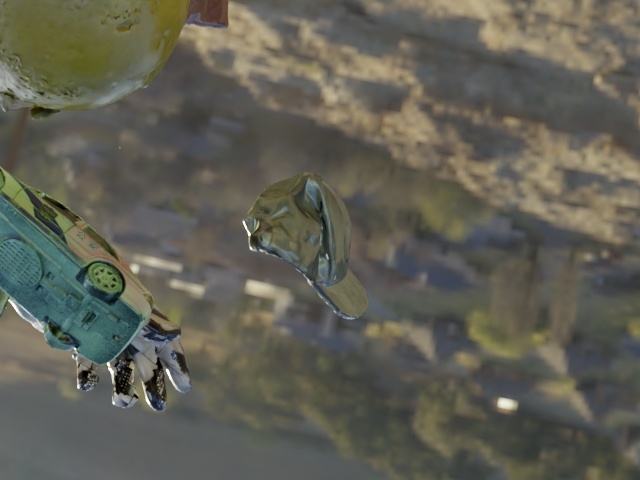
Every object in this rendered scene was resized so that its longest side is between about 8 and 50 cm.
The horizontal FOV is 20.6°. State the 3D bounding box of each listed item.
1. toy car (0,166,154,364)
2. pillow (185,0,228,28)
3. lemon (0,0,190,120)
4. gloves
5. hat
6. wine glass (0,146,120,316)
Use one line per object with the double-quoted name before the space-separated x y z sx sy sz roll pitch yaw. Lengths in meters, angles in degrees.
"toy car" -0.244 0.009 1.536 0.224 0.076 0.090 41 128 -1
"pillow" -0.197 -0.332 2.205 0.043 0.126 0.232 4 -175 42
"lemon" -0.186 -0.185 1.313 0.173 0.206 0.173 25 -170 -5
"gloves" -0.226 0.092 1.902 0.212 0.127 0.111 34 -158 -16
"hat" -0.001 0.006 1.544 0.166 0.081 0.122 49 -173 -38
"wine glass" -0.382 -0.071 1.575 0.309 0.264 0.096 30 -163 -26
